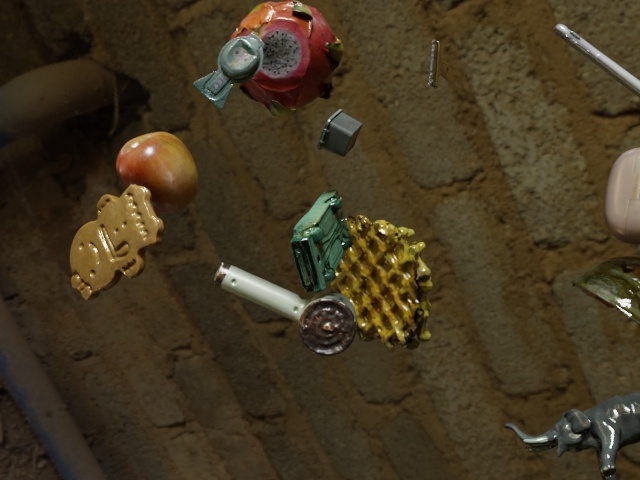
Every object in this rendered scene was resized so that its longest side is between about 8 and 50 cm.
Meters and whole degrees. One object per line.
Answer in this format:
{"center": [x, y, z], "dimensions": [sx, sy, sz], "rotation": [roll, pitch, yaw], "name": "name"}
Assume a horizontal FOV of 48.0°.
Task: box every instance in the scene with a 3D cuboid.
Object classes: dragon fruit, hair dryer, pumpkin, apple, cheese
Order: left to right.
{"center": [-0.368, -0.152, 1.647], "dimensions": [0.199, 0.199, 0.199], "rotation": [28, 54, -47], "name": "apple"}
{"center": [-0.132, -0.260, 1.087], "dimensions": [0.067, 0.121, 0.026], "rotation": [42, 1, 6], "name": "cheese"}
{"center": [-0.089, 0.136, 1.615], "dimensions": [0.203, 0.362, 0.128], "rotation": [-10, 124, -87], "name": "hair dryer"}
{"center": [-0.089, -0.449, 1.760], "dimensions": [0.291, 0.290, 0.189], "rotation": [59, 11, -20], "name": "dragon fruit"}
{"center": [0.619, 0.078, 1.470], "dimensions": [0.169, 0.148, 0.312], "rotation": [35, 4, -5], "name": "pumpkin"}

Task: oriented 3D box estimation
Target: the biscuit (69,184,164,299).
{"center": [-0.298, 0.000, 1.025], "dimensions": [0.027, 0.184, 0.133], "rotation": [8, 62, -60], "name": "biscuit"}

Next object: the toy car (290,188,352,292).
{"center": [0.000, 0.000, 1.647], "dimensions": [0.321, 0.097, 0.141], "rotation": [-58, 136, -63], "name": "toy car"}

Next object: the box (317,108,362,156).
{"center": [0.048, -0.251, 1.704], "dimensions": [0.069, 0.084, 0.122], "rotation": [27, 30, 5], "name": "box"}

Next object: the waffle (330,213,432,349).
{"center": [0.163, 0.115, 2.022], "dimensions": [0.095, 0.382, 0.380], "rotation": [-17, 112, -40], "name": "waffle"}

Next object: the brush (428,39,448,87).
{"center": [0.283, -0.407, 1.696], "dimensions": [0.272, 0.013, 0.103], "rotation": [-26, 121, -71], "name": "brush"}

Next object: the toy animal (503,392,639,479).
{"center": [0.438, 0.319, 1.133], "dimensions": [0.137, 0.269, 0.082], "rotation": [-94, 164, -46], "name": "toy animal"}

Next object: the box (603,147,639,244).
{"center": [0.638, -0.088, 1.417], "dimensions": [0.088, 0.146, 0.200], "rotation": [36, 65, -52], "name": "box"}

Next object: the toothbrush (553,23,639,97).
{"center": [0.468, -0.150, 0.949], "dimensions": [0.418, 0.040, 0.042], "rotation": [42, 18, 13], "name": "toothbrush"}
